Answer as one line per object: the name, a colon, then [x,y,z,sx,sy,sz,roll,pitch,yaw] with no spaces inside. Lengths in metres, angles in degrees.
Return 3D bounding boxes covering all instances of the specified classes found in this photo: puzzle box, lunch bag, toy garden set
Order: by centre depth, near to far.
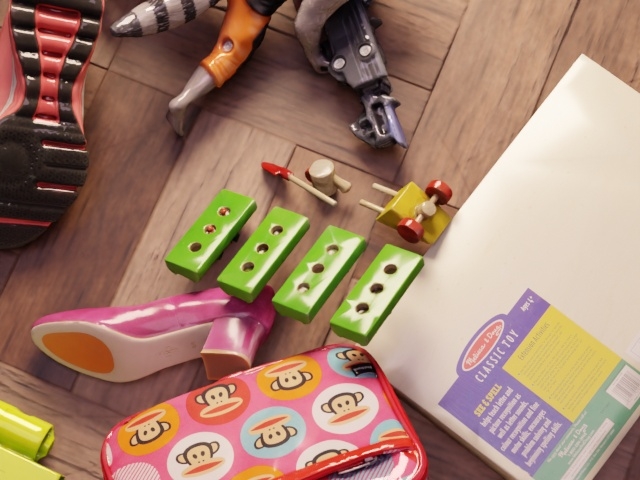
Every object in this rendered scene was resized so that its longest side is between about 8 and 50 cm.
lunch bag: [-0.045,0.241,1.393,0.293,0.120,0.258,-20,40,-7]
toy garden set: [0.000,0.000,1.521,0.244,0.049,0.204,20,56,29]
puzzle box: [0.255,0.042,1.533,0.272,0.052,0.409,38,80,8]

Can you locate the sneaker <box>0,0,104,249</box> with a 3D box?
sneaker: [-0.293,-0.145,1.562,0.116,0.136,0.314,13,99,-16]

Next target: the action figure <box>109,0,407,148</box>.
action figure: [-0.035,-0.237,1.545,0.330,0.178,0.341,-28,74,4]

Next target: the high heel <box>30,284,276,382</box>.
high heel: [-0.169,0.080,1.532,0.244,0.082,0.117,0,39,16]

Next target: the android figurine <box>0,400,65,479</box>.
android figurine: [-0.367,0.273,1.479,0.273,0.056,0.248,23,78,4]
